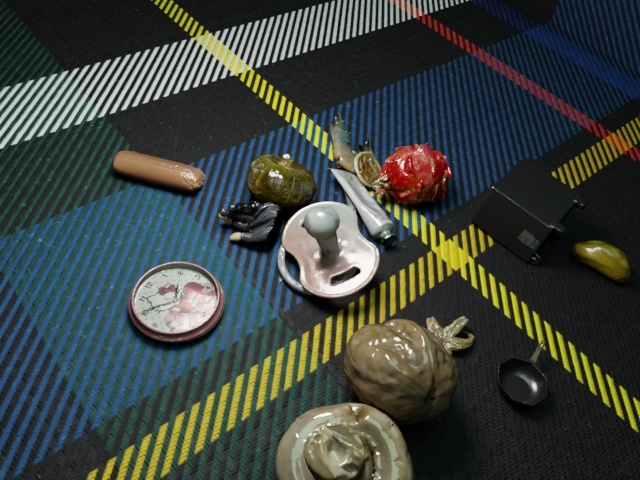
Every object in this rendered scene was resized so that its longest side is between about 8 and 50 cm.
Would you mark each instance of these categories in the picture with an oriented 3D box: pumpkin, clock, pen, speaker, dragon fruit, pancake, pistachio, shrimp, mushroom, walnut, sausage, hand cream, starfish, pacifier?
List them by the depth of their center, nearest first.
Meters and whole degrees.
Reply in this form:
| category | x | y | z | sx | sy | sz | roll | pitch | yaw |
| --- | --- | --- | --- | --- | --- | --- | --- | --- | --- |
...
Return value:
| category | x | y | z | sx | sy | sz | roll | pitch | yaw |
| --- | --- | --- | --- | --- | --- | --- | --- | --- | --- |
| mushroom | 0.055 | 0.449 | 1.101 | 0.293 | 0.290 | 0.292 | 2 | 54 | -3 |
| walnut | 0.186 | 0.303 | 1.288 | 0.273 | 0.226 | 0.273 | -11 | 22 | 4 |
| clock | -0.373 | 0.159 | 1.428 | 0.245 | 0.056 | 0.244 | 5 | 51 | -6 |
| starfish | 0.322 | 0.265 | 1.470 | 0.210 | 0.053 | 0.150 | -6 | 46 | -13 |
| pacifier | 0.020 | 0.009 | 1.532 | 0.221 | 0.273 | 0.332 | -2 | 49 | -34 |
| pumpkin | -0.125 | -0.194 | 1.684 | 0.219 | 0.162 | 0.219 | 18 | 24 | -8 |
| sausage | -0.505 | -0.216 | 1.706 | 0.289 | 0.086 | 0.086 | 15 | 49 | 1 |
| pistachio | 0.896 | 0.053 | 1.726 | 0.189 | 0.110 | 0.100 | 37 | 85 | 19 |
| hand cream | 0.139 | -0.121 | 1.748 | 0.121 | 0.076 | 0.336 | 7 | 42 | -44 |
| speaker | 0.670 | -0.094 | 1.761 | 0.254 | 0.184 | 0.232 | 40 | 54 | 18 |
| dragon fruit | 0.292 | -0.215 | 1.789 | 0.268 | 0.210 | 0.205 | -16 | 37 | -16 |
| pen | 0.087 | -0.173 | 1.820 | 0.028 | 0.028 | 0.239 | -3 | 51 | -13 |
| pancake | 0.163 | -0.238 | 1.843 | 0.140 | 0.022 | 0.139 | 16 | 66 | -40 |
| shrimp | 0.116 | -0.338 | 1.926 | 0.178 | 0.075 | 0.289 | 17 | 37 | -24 |

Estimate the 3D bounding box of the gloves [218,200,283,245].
| category | x | y | z | sx | sy | sz | roll | pitch | yaw |
| --- | --- | --- | --- | --- | --- | --- | --- | --- | --- |
| gloves | -0.211 | -0.061 | 1.618 | 0.181 | 0.129 | 0.106 | 18 | 25 | 17 |

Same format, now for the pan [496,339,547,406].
| category | x | y | z | sx | sy | sz | roll | pitch | yaw |
| --- | --- | --- | --- | --- | --- | --- | --- | --- | --- |
| pan | 0.548 | 0.359 | 1.432 | 0.202 | 0.048 | 0.128 | -20 | 57 | -23 |
